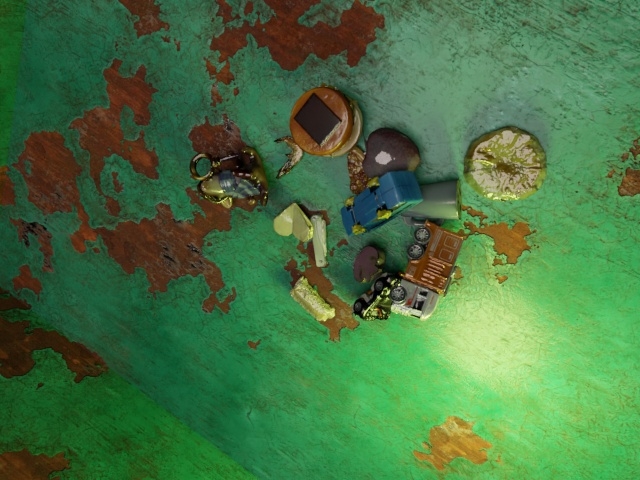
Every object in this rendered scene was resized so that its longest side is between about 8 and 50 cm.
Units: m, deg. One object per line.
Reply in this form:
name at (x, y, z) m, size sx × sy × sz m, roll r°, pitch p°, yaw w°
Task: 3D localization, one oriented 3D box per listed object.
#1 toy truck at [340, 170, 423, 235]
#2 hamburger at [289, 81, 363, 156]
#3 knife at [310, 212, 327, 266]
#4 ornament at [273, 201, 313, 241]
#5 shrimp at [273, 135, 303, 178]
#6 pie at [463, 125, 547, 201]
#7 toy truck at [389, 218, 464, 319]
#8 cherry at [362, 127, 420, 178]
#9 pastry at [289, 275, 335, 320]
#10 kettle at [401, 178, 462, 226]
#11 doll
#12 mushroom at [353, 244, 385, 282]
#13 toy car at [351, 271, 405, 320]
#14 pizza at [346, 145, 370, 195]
toy truck at (0.229, -0.138, 1.646) m, size 0.385 × 0.162 × 0.161 m, roll -36°, pitch 66°, yaw 56°
hamburger at (0.027, -0.471, 1.644) m, size 0.290 × 0.225 × 0.291 m, roll 7°, pitch 106°, yaw 24°
knife at (-0.003, 0.001, 1.936) m, size 0.073 × 0.040 × 0.266 m, roll 2°, pitch 110°, yaw 18°
ornament at (-0.124, -0.094, 1.914) m, size 0.201 × 0.059 × 0.180 m, roll 17°, pitch 115°, yaw 25°
shrimp at (-0.172, -0.384, 1.856) m, size 0.148 × 0.035 × 0.195 m, roll 44°, pitch 110°, yaw -2°
pie at (0.699, -0.289, 1.559) m, size 0.306 × 0.071 × 0.307 m, roll 5°, pitch 108°, yaw 17°
toy truck at (0.428, 0.133, 1.644) m, size 0.206 × 0.173 × 0.388 m, roll 21°, pitch 81°, yaw 18°
cherry at (0.267, -0.337, 1.633) m, size 0.265 × 0.183 × 0.214 m, roll 19°, pitch 117°, yaw 19°
pastry at (-0.043, 0.307, 2.043) m, size 0.258 × 0.089 × 0.121 m, roll 48°, pitch 130°, yaw 2°
kettle at (0.451, -0.142, 1.680) m, size 0.243 × 0.160 × 0.211 m, roll -2°, pitch 137°, yaw 28°
doll at (-0.410, -0.279, 1.887) m, size 0.339 × 0.209 × 0.318 m, roll -12°, pitch 102°, yaw 26°
mushroom at (0.231, 0.104, 1.843) m, size 0.141 × 0.117 × 0.188 m, roll 51°, pitch 130°, yaw 27°
toy car at (0.286, 0.256, 1.868) m, size 0.193 × 0.118 × 0.301 m, roll 18°, pitch 121°, yaw -33°
pizza at (0.167, -0.286, 1.759) m, size 0.127 × 0.058 × 0.247 m, roll 6°, pitch 109°, yaw 18°
